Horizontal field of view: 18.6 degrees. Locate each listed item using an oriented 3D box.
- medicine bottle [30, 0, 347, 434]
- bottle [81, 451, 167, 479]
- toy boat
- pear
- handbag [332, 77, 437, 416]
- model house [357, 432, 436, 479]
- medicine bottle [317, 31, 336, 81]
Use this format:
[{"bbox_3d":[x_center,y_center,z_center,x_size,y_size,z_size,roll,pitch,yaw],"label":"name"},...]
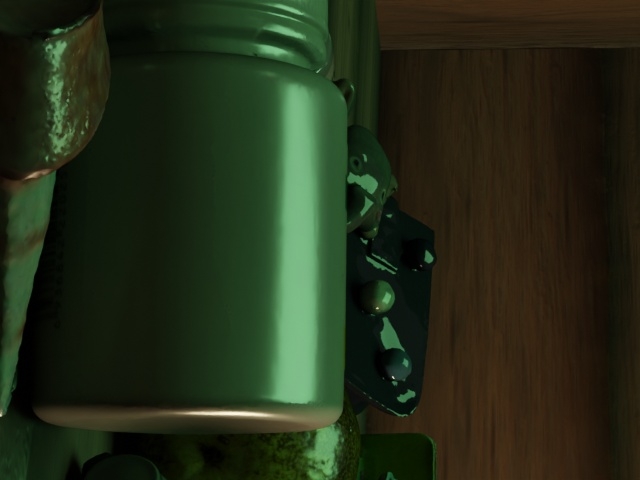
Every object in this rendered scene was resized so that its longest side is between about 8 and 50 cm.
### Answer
[{"bbox_3d":[-0.085,-0.044,1.319,0.208,0.208,0.340,58,32,-79],"label":"medicine bottle"},{"bbox_3d":[-0.138,0.266,1.472,0.096,0.079,0.254,42,-33,42],"label":"bottle"},{"bbox_3d":[-0.176,-0.037,1.145,0.206,0.096,0.282,-107,-160,-56],"label":"toy boat"},{"bbox_3d":[-0.069,0.170,1.613,0.197,0.197,0.197,0,90,-84],"label":"pear"},{"bbox_3d":[0.000,0.000,1.863,0.325,0.118,0.269,39,51,-47],"label":"handbag"},{"bbox_3d":[-0.017,0.278,1.891,0.313,0.242,0.358,74,19,-60],"label":"model house"},{"bbox_3d":[-0.055,-0.164,1.937,0.247,0.147,0.147,85,8,-46],"label":"medicine bottle"}]
